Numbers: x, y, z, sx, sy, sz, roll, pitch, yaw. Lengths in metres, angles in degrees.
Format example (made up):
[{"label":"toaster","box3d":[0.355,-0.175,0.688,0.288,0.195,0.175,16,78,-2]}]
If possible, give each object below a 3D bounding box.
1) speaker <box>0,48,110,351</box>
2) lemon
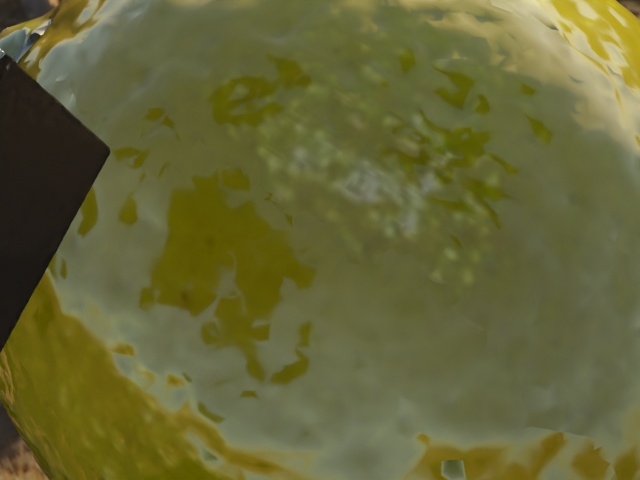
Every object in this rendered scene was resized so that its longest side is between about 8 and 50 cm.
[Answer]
[{"label":"speaker","box3d":[-0.113,0.047,0.300,0.040,0.046,0.191,12,69,38]},{"label":"lemon","box3d":[0.000,0.000,0.658,0.364,0.364,0.364,-2,52,3]}]
